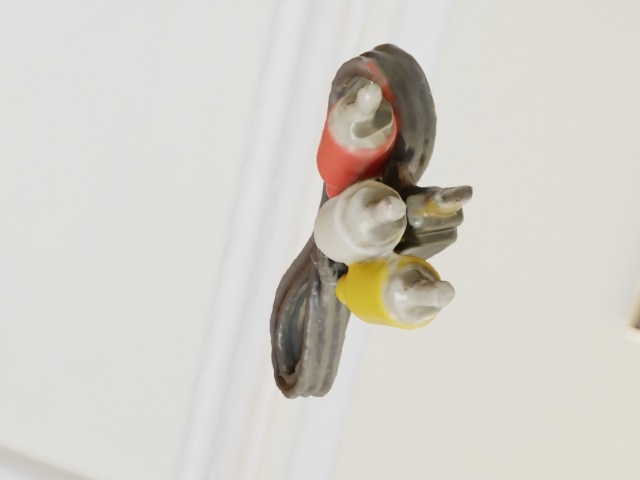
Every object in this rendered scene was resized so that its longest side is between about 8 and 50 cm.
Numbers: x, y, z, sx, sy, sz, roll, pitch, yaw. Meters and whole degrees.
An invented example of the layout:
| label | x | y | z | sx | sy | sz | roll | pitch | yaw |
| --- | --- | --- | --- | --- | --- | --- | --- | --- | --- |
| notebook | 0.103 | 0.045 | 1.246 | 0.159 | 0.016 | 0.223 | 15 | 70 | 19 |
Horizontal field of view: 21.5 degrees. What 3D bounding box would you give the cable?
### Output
| label | x | y | z | sx | sy | sz | roll | pitch | yaw |
| --- | --- | --- | --- | --- | --- | --- | --- | --- | --- |
| cable | 0.000 | 0.000 | 0.853 | 0.287 | 0.072 | 0.139 | 139 | -62 | -64 |
